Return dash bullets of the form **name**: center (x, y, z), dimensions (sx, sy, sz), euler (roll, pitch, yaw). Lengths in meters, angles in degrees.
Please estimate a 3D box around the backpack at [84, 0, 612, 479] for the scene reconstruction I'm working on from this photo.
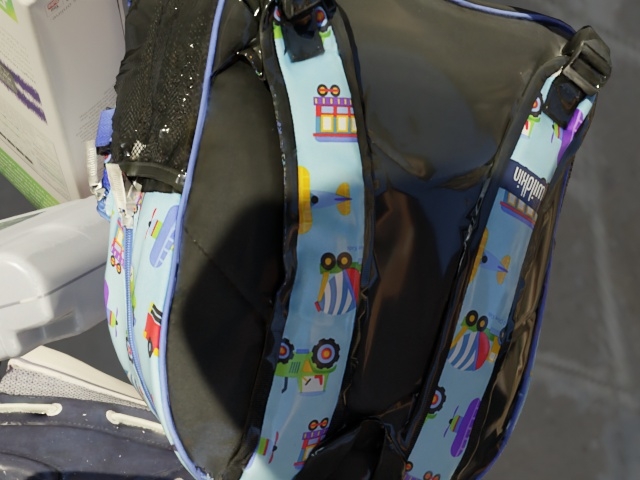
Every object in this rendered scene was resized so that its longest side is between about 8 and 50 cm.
- **backpack**: center (0.000, 0.000, 0.551), dimensions (0.158, 0.117, 0.173), euler (10, 90, -34)

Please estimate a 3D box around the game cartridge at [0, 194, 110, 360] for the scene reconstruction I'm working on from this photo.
- **game cartridge**: center (-0.219, 0.037, 0.837), dimensions (0.196, 0.294, 0.060), euler (-24, 99, -70)

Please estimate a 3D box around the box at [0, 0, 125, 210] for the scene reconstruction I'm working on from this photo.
- **box**: center (-0.193, -0.130, 0.912), dimensions (0.232, 0.322, 0.058), euler (42, 71, 15)

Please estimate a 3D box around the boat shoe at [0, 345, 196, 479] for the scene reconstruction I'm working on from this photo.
- **boat shoe**: center (-0.124, 0.201, 1.286), dimensions (0.340, 0.127, 0.158), euler (17, 32, -3)
